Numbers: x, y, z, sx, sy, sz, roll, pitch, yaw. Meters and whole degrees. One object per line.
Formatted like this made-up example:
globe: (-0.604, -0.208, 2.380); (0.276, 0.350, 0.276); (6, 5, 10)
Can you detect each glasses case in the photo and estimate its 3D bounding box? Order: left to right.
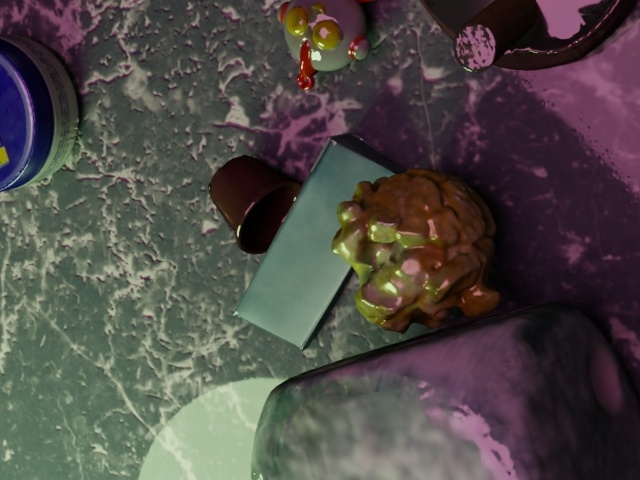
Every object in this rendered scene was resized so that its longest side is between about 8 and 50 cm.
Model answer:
glasses case: (0.000, 0.000, 1.654); (0.105, 0.056, 0.266); (28, 115, -4)

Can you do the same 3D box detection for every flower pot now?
flower pot: (-0.081, -0.052, 1.662); (0.089, 0.111, 0.111); (45, 119, 32)

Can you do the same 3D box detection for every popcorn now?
popcorn: (0.110, 0.014, 1.519); (0.185, 0.167, 0.187); (-6, 101, 26)

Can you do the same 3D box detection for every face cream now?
face cream: (-0.424, -0.169, 1.817); (0.206, 0.111, 0.206); (7, 105, 28)

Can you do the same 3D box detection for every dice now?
dice: (0.153, 0.260, 1.453); (0.328, 0.348, 0.330); (-18, 85, 31)

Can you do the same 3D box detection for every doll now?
doll: (0.018, -0.285, 1.565); (0.142, 0.076, 0.245); (30, 109, 22)

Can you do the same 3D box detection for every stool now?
stool: (0.188, -0.307, 1.400); (0.272, 0.178, 0.272); (5, 101, 28)
